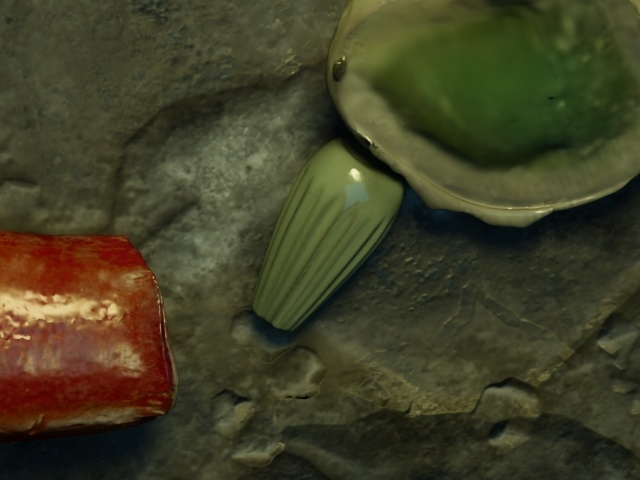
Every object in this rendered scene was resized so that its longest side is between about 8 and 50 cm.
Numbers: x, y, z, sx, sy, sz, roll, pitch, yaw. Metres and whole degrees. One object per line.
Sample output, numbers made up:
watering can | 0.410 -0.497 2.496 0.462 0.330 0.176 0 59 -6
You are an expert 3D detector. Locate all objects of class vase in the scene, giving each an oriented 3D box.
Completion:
vase | 0.000 0.000 1.574 0.128 0.128 0.248 27 111 -11

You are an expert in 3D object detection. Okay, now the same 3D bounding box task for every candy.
candy | 0.229 -0.194 1.476 0.386 0.186 0.427 -27 129 20

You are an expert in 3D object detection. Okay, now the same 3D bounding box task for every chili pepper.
chili pepper | -0.337 0.110 1.550 0.305 0.229 0.251 -1 77 -17
